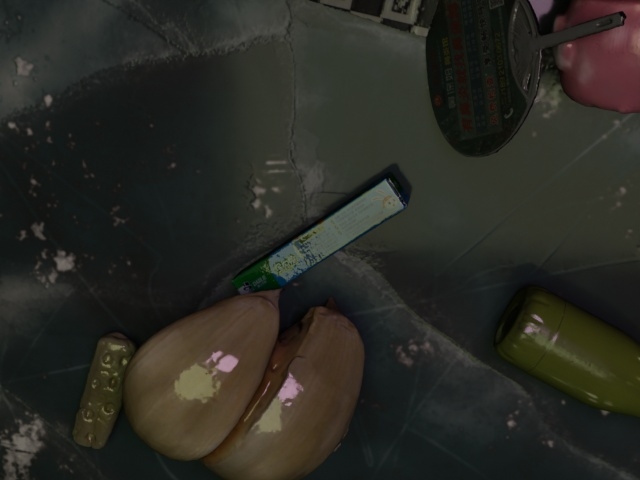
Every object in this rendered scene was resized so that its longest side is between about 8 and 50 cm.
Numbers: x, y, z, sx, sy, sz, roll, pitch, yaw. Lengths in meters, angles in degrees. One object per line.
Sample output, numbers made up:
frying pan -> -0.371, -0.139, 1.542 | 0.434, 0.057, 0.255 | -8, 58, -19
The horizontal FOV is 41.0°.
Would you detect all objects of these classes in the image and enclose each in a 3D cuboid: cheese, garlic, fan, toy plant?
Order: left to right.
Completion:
cheese -> -0.330, 0.231, 1.312 | 0.064, 0.043, 0.194 | 23, 107, 4
garlic -> -0.105, 0.207, 1.181 | 0.313, 0.249, 0.286 | -38, 96, 26
fan -> 0.208, -0.241, 1.017 | 0.294, 0.012, 0.223 | -51, 54, 49
toy plant -> 0.368, -0.318, 0.926 | 0.210, 0.317, 0.356 | 5, 113, 1

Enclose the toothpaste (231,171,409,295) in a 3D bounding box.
toothpaste -> 0.000, 0.000, 1.182 | 0.266, 0.065, 0.050 | -33, 97, 16

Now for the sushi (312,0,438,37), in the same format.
sushi -> 0.072, -0.383, 1.058 | 0.192, 0.050, 0.215 | 22, 107, 13

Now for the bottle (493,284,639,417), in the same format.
bottle -> 0.366, 0.163, 1.140 | 0.260, 0.112, 0.112 | 28, 108, 1
